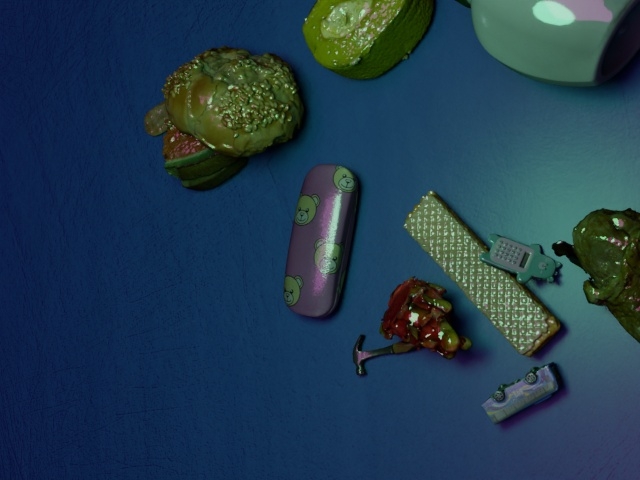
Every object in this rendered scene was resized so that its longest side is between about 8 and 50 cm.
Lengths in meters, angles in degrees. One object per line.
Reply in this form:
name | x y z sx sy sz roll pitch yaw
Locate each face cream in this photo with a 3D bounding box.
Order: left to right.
face cream | 0.407 -0.450 1.726 0.357 0.219 0.312 40 105 29

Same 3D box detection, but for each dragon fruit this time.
dragon fruit | 0.196 0.149 1.816 0.208 0.150 0.133 33 108 36

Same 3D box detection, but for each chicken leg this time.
chicken leg | 0.564 0.095 1.620 0.361 0.140 0.211 57 132 13

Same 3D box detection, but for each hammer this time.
hammer | 0.151 0.207 1.908 0.201 0.021 0.078 -17 75 28

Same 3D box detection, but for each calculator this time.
calculator | 0.365 0.036 1.773 0.141 0.019 0.094 22 56 12

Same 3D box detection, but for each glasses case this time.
glasses case | 0.000 0.000 1.992 0.123 0.076 0.316 10 89 30

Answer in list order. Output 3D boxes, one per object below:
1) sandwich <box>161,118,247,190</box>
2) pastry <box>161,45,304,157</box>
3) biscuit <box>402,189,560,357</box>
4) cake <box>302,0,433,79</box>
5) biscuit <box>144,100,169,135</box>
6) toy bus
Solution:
sandwich | -0.255 -0.207 2.161 0.185 0.109 0.159 -18 64 26
pastry | -0.185 -0.310 2.055 0.311 0.161 0.255 24 55 29
biscuit | 0.293 0.055 1.824 0.094 0.054 0.378 -48 63 16
cake | 0.096 -0.444 1.955 0.260 0.156 0.179 -53 56 16
biscuit | -0.356 -0.295 2.275 0.147 0.018 0.071 -25 70 25
toy bus | 0.364 0.276 1.759 0.153 0.051 0.061 -34 80 22
